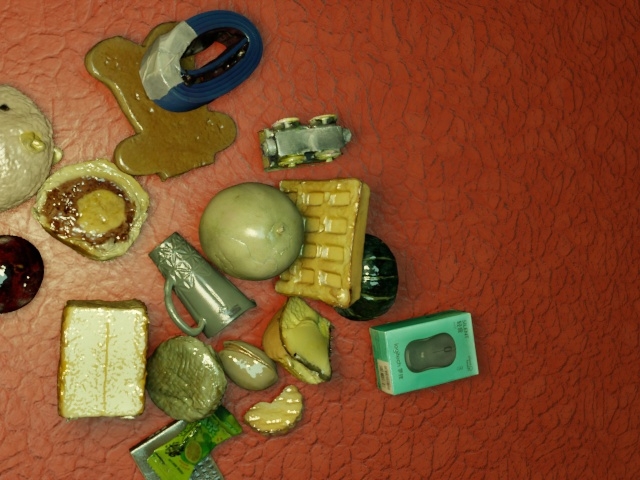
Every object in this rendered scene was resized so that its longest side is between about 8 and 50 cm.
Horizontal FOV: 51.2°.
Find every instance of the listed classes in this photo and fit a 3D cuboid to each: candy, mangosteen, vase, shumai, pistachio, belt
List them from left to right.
[{"bbox_3d":[-0.780,0.079,1.622,0.210,0.210,0.209,0,90,-20],"label":"mangosteen"},{"bbox_3d":[-0.343,0.544,1.796,0.246,0.069,0.149,-45,109,-22],"label":"candy"},{"bbox_3d":[-0.336,0.125,1.801,0.301,0.156,0.251,51,40,-7],"label":"vase"},{"bbox_3d":[-0.311,0.337,1.739,0.204,0.272,0.222,-13,104,-52],"label":"shumai"},{"bbox_3d":[-0.308,-0.478,1.763,0.347,0.117,0.212,-42,111,-34],"label":"belt"},{"bbox_3d":[-0.203,0.347,1.863,0.185,0.124,0.124,35,79,-16],"label":"pistachio"}]

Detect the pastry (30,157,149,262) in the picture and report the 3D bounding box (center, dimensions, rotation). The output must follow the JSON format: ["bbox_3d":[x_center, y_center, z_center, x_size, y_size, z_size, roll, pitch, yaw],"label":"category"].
[{"bbox_3d":[-0.582,-0.069,1.708,0.256,0.170,0.236,32,58,-8],"label":"pastry"}]

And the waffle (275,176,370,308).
[{"bbox_3d":[0.000,0.000,1.846,0.078,0.304,0.348,5,90,-49],"label":"waffle"}]

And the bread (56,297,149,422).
[{"bbox_3d":[-0.542,0.281,1.658,0.207,0.279,0.278,1,93,-19],"label":"bread"}]

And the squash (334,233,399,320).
[{"bbox_3d":[0.115,0.104,1.912,0.165,0.252,0.252,9,87,-30],"label":"squash"}]

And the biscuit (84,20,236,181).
[{"bbox_3d":[-0.431,-0.358,1.771,0.368,0.076,0.393,-31,103,-35],"label":"biscuit"}]

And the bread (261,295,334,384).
[{"bbox_3d":[-0.072,0.285,1.880,0.163,0.262,0.204,-38,108,21],"label":"bread"}]

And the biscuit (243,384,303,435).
[{"bbox_3d":[-0.125,0.506,1.922,0.183,0.061,0.118,-23,57,-18],"label":"biscuit"}]

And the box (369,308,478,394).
[{"bbox_3d":[0.322,0.339,2.059,0.312,0.118,0.205,-9,95,-20],"label":"box"}]

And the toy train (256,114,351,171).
[{"bbox_3d":[-0.052,-0.277,1.887,0.261,0.177,0.134,-9,94,-21],"label":"toy train"}]

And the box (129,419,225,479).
[{"bbox_3d":[-0.369,0.664,1.843,0.180,0.047,0.324,-30,100,-19],"label":"box"}]

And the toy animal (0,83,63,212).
[{"bbox_3d":[-0.775,-0.197,1.615,0.227,0.188,0.358,22,83,-7],"label":"toy animal"}]

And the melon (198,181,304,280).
[{"bbox_3d":[-0.178,-0.025,1.761,0.269,0.330,0.268,-1,92,-26],"label":"melon"}]
